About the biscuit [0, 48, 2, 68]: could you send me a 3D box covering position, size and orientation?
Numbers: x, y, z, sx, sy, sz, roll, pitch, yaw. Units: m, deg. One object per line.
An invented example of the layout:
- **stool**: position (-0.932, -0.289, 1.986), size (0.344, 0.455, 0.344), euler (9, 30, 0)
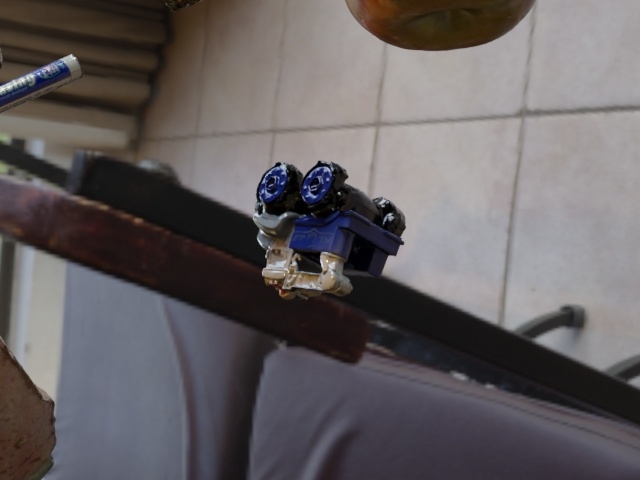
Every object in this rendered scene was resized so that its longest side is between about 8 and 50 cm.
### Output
- **biscuit**: position (-0.523, -0.164, 1.159), size (0.107, 0.388, 0.073), euler (70, 180, -49)

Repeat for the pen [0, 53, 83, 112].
- **pen**: position (-0.299, -0.121, 1.014), size (0.025, 0.204, 0.025), euler (29, 135, 33)

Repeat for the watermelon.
- **watermelon**: position (-0.401, 0.217, 1.160), size (0.319, 0.292, 0.222), euler (1, 125, 55)

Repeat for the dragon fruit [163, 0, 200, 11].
- **dragon fruit**: position (-0.051, -0.286, 0.934), size (0.246, 0.125, 0.125), euler (-52, 20, -1)

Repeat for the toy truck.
- **toy truck**: position (0.000, 0.000, 1.549), size (0.213, 0.161, 0.177), euler (3, 69, 49)

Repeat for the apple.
- **apple**: position (0.122, -0.297, 1.160), size (0.235, 0.210, 0.173), euler (61, -157, -78)
